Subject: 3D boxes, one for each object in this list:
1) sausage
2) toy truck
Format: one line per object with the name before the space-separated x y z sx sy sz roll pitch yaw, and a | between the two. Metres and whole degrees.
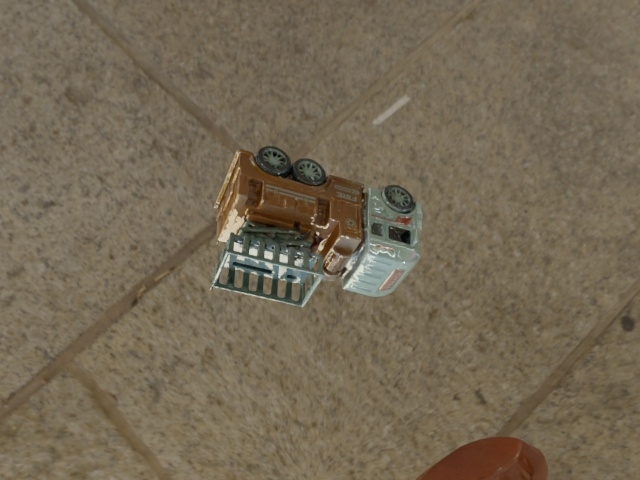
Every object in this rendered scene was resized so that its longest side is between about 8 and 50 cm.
sausage | 0.144 0.239 0.679 0.179 0.089 0.089 -15 69 -38
toy truck | 0.001 -0.001 0.621 0.178 0.080 0.115 13 48 -16
